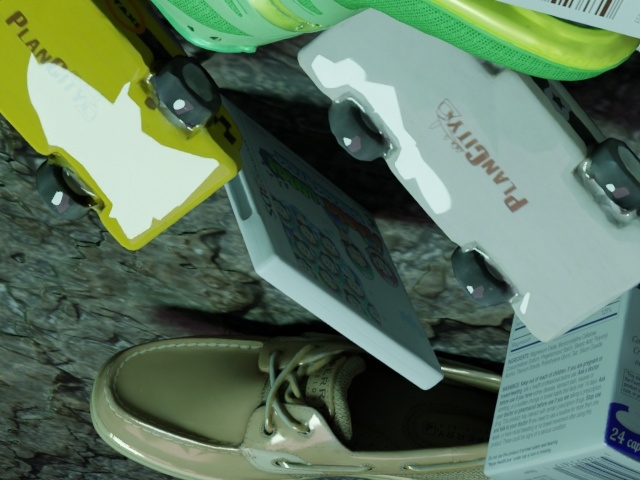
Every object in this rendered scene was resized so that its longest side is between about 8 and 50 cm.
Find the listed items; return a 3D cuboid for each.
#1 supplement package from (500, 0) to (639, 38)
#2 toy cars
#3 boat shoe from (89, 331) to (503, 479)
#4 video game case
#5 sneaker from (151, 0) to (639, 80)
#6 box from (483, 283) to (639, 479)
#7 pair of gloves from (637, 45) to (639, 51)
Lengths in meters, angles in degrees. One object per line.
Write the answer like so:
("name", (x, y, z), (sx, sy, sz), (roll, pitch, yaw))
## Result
("supplement package", (0.085, -0.171, 0.384), (0.194, 0.203, 0.149), (16, 158, 0))
("toy cars", (-0.017, -0.074, 0.806), (0.393, 0.087, 0.177), (13, 118, 8))
("boat shoe", (-0.001, 0.116, 1.228), (0.341, 0.122, 0.110), (5, 153, -2))
("video game case", (0.000, 0.000, 0.936), (0.019, 0.143, 0.157), (-38, 134, 16))
("sneaker", (-0.003, -0.127, 0.606), (0.295, 0.109, 0.123), (28, 155, 29))
("box", (0.170, 0.080, 0.992), (0.072, 0.137, 0.126), (23, 156, -21))
("pair of gloves", (0.124, -0.138, 0.645), (0.240, 0.042, 0.204), (24, 155, -23))
